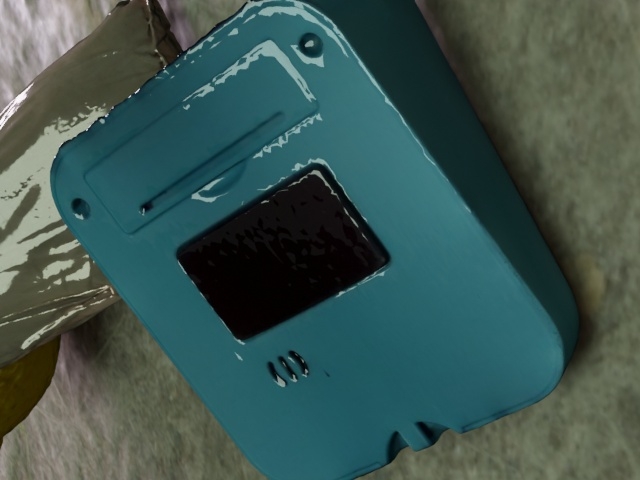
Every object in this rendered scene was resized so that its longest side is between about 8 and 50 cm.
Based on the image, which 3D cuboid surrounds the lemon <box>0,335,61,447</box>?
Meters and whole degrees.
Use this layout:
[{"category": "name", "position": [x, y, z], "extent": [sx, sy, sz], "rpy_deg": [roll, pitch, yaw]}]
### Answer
[{"category": "lemon", "position": [-0.313, 0.059, 1.057], "extent": [0.228, 0.228, 0.253], "rpy_deg": [-23, 89, 54]}]

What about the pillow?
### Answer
[{"category": "pillow", "position": [-0.177, -0.029, 0.899], "extent": [0.270, 0.067, 0.173], "rpy_deg": [-29, 89, 24]}]

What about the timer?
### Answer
[{"category": "timer", "position": [0.000, 0.000, 0.745], "extent": [0.232, 0.091, 0.250], "rpy_deg": [-29, 97, 38]}]
